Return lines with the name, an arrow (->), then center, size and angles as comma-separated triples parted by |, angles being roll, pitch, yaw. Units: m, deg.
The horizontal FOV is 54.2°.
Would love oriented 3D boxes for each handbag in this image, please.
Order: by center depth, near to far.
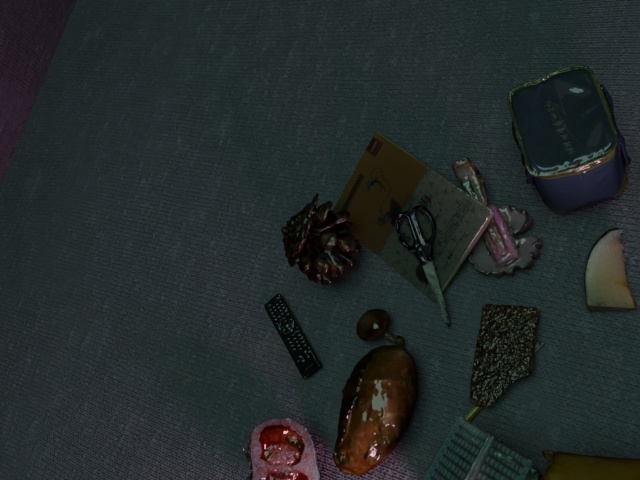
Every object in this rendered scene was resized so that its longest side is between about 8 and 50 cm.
handbag -> 0.547, -0.216, 1.378 | 0.222, 0.241, 0.263 | -16, 67, 22

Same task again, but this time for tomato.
tomato -> -0.099, 0.542, 1.481 | 0.181, 0.155, 0.214 | 1, 64, -11

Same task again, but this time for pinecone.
pinecone -> 0.002, 0.002, 1.594 | 0.202, 0.229, 0.201 | -43, 102, 0

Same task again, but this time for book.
book -> 0.215, -0.066, 1.571 | 0.389, 0.032, 0.268 | 40, 112, 31

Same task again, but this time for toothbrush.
toothbrush -> 0.391, 0.327, 1.395 | 0.288, 0.021, 0.024 | -48, 48, 4

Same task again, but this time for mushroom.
mushroom -> 0.147, 0.212, 1.528 | 0.130, 0.072, 0.088 | 20, 52, 28

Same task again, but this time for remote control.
remote control -> -0.075, 0.249, 1.651 | 0.063, 0.025, 0.245 | -38, 61, 11

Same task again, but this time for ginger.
ginger -> 0.122, 0.389, 1.425 | 0.165, 0.172, 0.321 | 26, 83, -7

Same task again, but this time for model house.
model house -> 0.315, 0.494, 1.262 | 0.198, 0.215, 0.224 | 29, 87, 29

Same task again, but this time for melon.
melon -> 0.618, 0.064, 1.358 | 0.098, 0.054, 0.182 | -8, 70, 18

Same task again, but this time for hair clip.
hair clip -> 0.402, -0.058, 1.493 | 0.173, 0.069, 0.300 | -27, 74, 21

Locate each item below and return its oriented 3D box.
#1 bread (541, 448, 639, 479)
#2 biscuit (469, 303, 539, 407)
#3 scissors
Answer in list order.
bread -> 0.550, 0.508, 1.086 | 0.395, 0.361, 0.250 | -5, 53, 14
biscuit -> 0.407, 0.256, 1.389 | 0.131, 0.026, 0.236 | 0, 66, 35
scissors -> 0.259, 0.063, 1.504 | 0.109, 0.022, 0.299 | -25, 75, 39
